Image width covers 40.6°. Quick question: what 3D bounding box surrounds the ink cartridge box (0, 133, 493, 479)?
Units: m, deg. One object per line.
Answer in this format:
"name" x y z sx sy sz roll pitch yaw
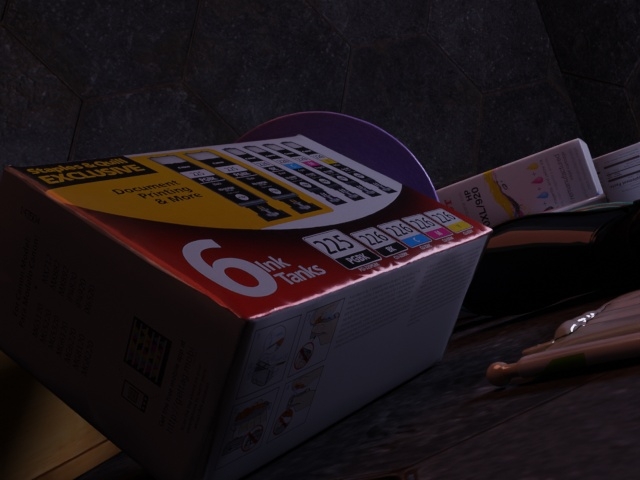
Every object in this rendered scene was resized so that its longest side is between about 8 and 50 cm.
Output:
"ink cartridge box" -0.071 0.013 0.636 0.271 0.130 0.309 29 24 27

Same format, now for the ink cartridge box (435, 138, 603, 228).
"ink cartridge box" 0.311 -0.034 1.313 0.232 0.171 0.168 -20 -3 20

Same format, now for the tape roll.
"tape roll" 0.000 0.000 0.956 0.274 0.275 0.090 -19 -3 8

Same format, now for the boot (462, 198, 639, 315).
"boot" 0.246 0.004 0.766 0.246 0.094 0.207 -12 -6 1

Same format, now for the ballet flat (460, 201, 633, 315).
"ballet flat" 0.251 0.021 0.931 0.247 0.083 0.087 -17 -16 9

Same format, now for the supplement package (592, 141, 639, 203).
"supplement package" 0.540 -0.088 1.519 0.204 0.145 0.262 -18 -2 -33

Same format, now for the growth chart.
"growth chart" 0.236 0.038 0.551 0.237 0.021 0.172 -16 -3 -44

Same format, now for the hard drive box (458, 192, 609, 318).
"hard drive box" 0.233 0.027 1.103 0.232 0.089 0.181 -17 -2 -23

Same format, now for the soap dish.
"soap dish" -0.268 0.118 0.755 0.118 0.229 0.291 -2 2 15
